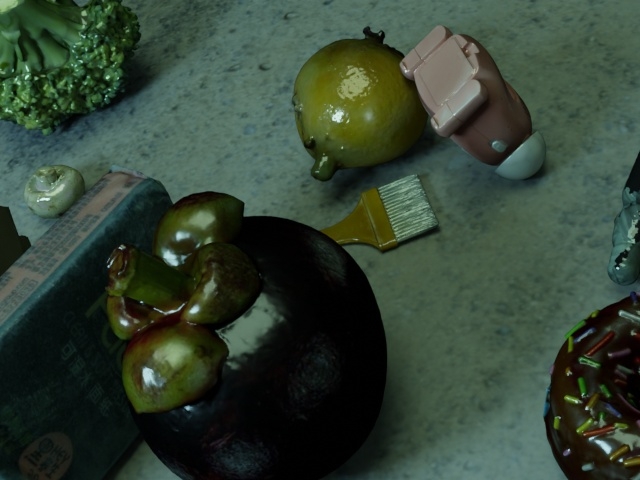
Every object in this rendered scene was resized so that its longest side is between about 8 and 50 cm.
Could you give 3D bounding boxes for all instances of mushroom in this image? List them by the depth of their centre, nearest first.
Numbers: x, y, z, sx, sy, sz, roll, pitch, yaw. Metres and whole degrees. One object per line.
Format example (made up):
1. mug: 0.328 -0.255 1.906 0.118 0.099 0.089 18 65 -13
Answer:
1. mushroom: -0.359 -0.070 1.455 0.084 0.067 0.083 -8 40 7

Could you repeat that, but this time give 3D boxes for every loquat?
1. loquat: 0.042 -0.158 1.314 0.172 0.149 0.204 22 69 31

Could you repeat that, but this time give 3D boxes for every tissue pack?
1. tissue pack: -0.247 0.109 1.098 0.103 0.228 0.315 14 51 34

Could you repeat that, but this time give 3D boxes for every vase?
1. vase: 0.342 -0.038 1.126 0.060 0.060 0.211 9 51 30

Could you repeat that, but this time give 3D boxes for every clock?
1. clock: 0.188 -0.157 1.240 0.093 0.162 0.166 -42 42 20

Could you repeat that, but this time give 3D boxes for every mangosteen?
1. mangosteen: -0.085 0.090 1.004 0.275 0.302 0.275 -22 49 28

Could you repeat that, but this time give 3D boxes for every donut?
1. donut: 0.308 0.130 0.946 0.230 0.096 0.216 -13 43 11

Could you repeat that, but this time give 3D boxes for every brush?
1. brush: 0.000 0.000 1.271 0.272 0.013 0.103 -21 42 4

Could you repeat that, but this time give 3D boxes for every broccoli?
1. broccoli: -0.407 -0.276 1.578 0.288 0.235 0.260 -35 8 0

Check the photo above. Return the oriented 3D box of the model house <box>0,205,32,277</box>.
1. model house: -0.383 0.109 1.214 0.211 0.204 0.243 -48 57 36
